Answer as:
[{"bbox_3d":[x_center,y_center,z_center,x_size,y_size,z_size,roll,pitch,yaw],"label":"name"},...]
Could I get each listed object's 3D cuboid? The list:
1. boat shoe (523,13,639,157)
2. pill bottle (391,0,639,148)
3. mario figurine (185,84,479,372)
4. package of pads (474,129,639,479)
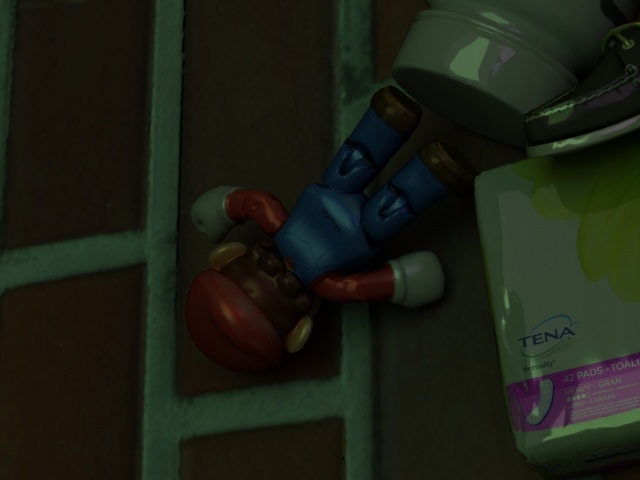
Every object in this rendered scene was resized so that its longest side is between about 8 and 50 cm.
[{"bbox_3d":[0.304,-0.163,1.665,0.305,0.109,0.091,-26,101,-14],"label":"boat shoe"},{"bbox_3d":[0.218,-0.282,1.758,0.204,0.204,0.361,22,81,31],"label":"pill bottle"},{"bbox_3d":[0.000,0.000,1.810,0.320,0.170,0.198,-43,43,13],"label":"mario figurine"},{"bbox_3d":[0.265,0.052,1.667,0.229,0.101,0.296,-15,64,20],"label":"package of pads"}]
